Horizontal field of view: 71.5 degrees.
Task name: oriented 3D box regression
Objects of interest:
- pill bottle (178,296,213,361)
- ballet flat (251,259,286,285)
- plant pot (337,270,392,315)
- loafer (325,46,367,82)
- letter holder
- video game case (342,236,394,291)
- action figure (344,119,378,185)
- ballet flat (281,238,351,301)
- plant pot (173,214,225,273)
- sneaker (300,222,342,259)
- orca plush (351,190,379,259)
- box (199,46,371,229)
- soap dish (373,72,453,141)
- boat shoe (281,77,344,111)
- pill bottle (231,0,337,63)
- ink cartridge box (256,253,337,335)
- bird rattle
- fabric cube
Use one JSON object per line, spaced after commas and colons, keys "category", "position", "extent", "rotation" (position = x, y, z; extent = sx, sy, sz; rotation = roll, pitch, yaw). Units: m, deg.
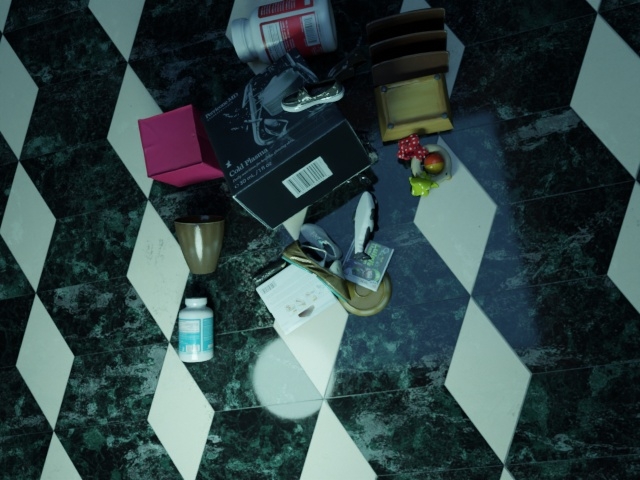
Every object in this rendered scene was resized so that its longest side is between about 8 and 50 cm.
{"category": "pill bottle", "position": [-0.537, 0.380, 1.921], "extent": [0.146, 0.146, 0.263], "rotation": [-1, 87, 11]}
{"category": "ballet flat", "position": [-0.220, 0.137, 1.924], "extent": [0.173, 0.057, 0.049], "rotation": [-32, 123, 9]}
{"category": "plant pot", "position": [0.178, 0.197, 1.843], "extent": [0.237, 0.032, 0.236], "rotation": [0, 89, 11]}
{"category": "loafer", "position": [0.108, -0.712, 1.864], "extent": [0.220, 0.080, 0.078], "rotation": [-45, 80, 6]}
{"category": "letter holder", "position": [0.340, -0.757, 1.735], "extent": [0.302, 0.214, 0.151], "rotation": [-7, 69, 11]}
{"category": "video game case", "position": [0.187, 0.090, 1.821], "extent": [0.173, 0.022, 0.190], "rotation": [22, 78, 16]}
{"category": "action figure", "position": [0.143, -0.351, 1.820], "extent": [0.164, 0.141, 0.275], "rotation": [-5, 63, 19]}
{"category": "ballet flat", "position": [0.005, 0.107, 1.792], "extent": [0.342, 0.116, 0.124], "rotation": [34, 86, 15]}
{"category": "plant pot", "position": [-0.514, 0.020, 1.916], "extent": [0.216, 0.215, 0.230], "rotation": [3, 103, 11]}
{"category": "sneaker", "position": [0.000, 0.000, 1.854], "extent": [0.212, 0.094, 0.080], "rotation": [39, 97, 10]}
{"category": "orca plush", "position": [0.207, -0.053, 1.809], "extent": [0.102, 0.151, 0.287], "rotation": [15, 61, -26]}
{"category": "box", "position": [-0.142, -0.390, 1.720], "extent": [0.480, 0.297, 0.471], "rotation": [-33, 56, 8]}
{"category": "soap dish", "position": [0.373, -0.539, 1.787], "extent": [0.291, 0.118, 0.228], "rotation": [-9, 86, 10]}
{"category": "boat shoe", "position": [-0.036, -0.497, 1.498], "extent": [0.229, 0.076, 0.080], "rotation": [-3, 64, 21]}
{"category": "pill bottle", "position": [-0.148, -0.867, 1.846], "extent": [0.408, 0.229, 0.228], "rotation": [-7, 87, 11]}
{"category": "ink cartridge box", "position": [-0.096, 0.227, 1.883], "extent": [0.275, 0.060, 0.238], "rotation": [-34, 83, 8]}
{"category": "bird rattle", "position": [0.421, -0.308, 1.785], "extent": [0.207, 0.143, 0.253], "rotation": [-11, 82, -10]}
{"category": "fabric cube", "position": [-0.581, -0.394, 1.901], "extent": [0.254, 0.258, 0.259], "rotation": [-11, 86, 12]}
